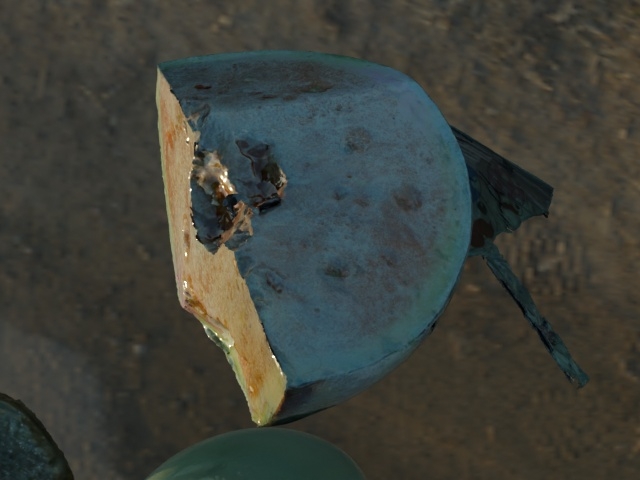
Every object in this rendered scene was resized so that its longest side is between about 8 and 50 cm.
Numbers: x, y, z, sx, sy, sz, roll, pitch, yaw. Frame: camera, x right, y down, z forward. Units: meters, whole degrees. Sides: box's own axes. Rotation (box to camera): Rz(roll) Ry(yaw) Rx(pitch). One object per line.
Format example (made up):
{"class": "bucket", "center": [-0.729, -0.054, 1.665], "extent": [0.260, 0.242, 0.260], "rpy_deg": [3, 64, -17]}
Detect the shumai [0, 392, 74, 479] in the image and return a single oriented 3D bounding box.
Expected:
{"class": "shumai", "center": [-0.339, 0.226, 1.875], "extent": [0.209, 0.153, 0.161], "rpy_deg": [27, 84, -4]}

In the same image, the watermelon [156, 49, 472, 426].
{"class": "watermelon", "center": [-0.002, 0.004, 1.349], "extent": [0.175, 0.188, 0.322], "rpy_deg": [104, 156, -54]}

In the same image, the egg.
{"class": "egg", "center": [-0.070, 0.279, 1.756], "extent": [0.203, 0.282, 0.203], "rpy_deg": [22, 122, 41]}

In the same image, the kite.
{"class": "kite", "center": [0.122, -0.015, 1.514], "extent": [0.011, 0.335, 0.314], "rpy_deg": [-41, 83, 31]}
